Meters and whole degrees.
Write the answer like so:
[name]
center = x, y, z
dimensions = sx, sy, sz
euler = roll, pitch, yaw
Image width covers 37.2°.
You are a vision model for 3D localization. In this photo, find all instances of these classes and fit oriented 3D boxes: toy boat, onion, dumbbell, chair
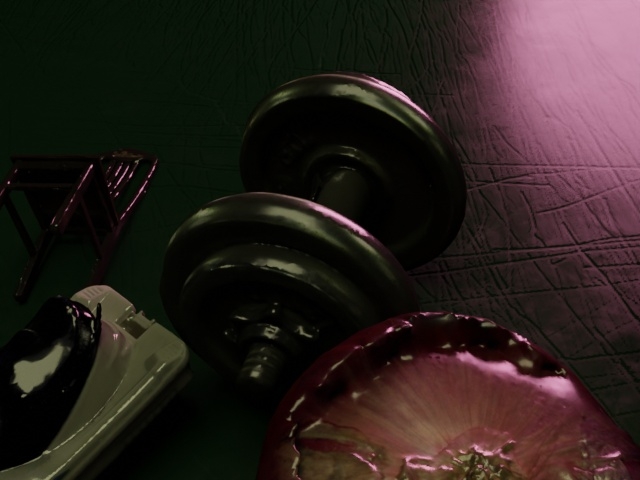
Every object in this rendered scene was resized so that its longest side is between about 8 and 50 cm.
[toy boat]
center = -0.221, 0.131, 0.649
dimensions = 0.269, 0.141, 0.141
euler = -34, 47, -29
[onion]
center = 0.078, 0.160, 0.539
dimensions = 0.248, 0.161, 0.248
euler = -4, 61, 6
[dumbbell]
center = 0.000, 0.000, 0.701
dimensions = 0.192, 0.192, 0.290
euler = 7, 45, 18
[chair]
center = -0.219, -0.051, 0.864
dimensions = 0.084, 0.101, 0.212
euler = 2, 45, 13
